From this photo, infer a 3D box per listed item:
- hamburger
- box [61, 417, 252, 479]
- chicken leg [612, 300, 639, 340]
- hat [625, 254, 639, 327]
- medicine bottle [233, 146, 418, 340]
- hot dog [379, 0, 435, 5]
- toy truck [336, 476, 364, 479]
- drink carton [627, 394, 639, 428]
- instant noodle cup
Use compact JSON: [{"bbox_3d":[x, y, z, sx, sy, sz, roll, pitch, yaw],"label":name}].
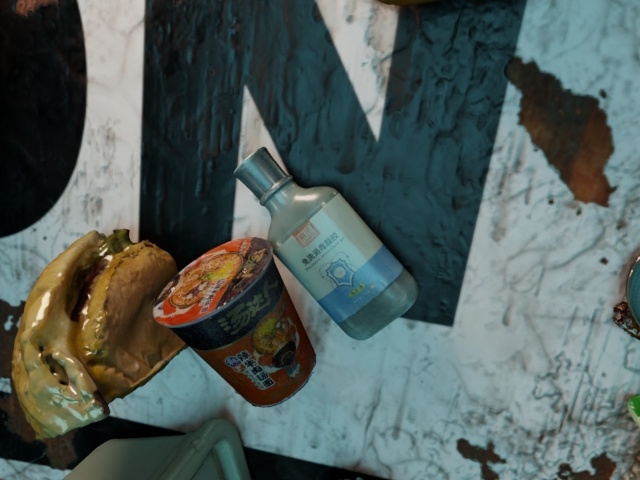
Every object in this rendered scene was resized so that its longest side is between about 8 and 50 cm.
[{"bbox_3d":[-0.220,0.083,0.425,0.135,0.207,0.155,-24,103,11],"label":"hamburger"},{"bbox_3d":[-0.177,0.372,0.517,0.182,0.175,0.312,-7,103,19],"label":"box"},{"bbox_3d":[0.318,0.084,0.434,0.083,0.021,0.036,21,90,3],"label":"chicken leg"},{"bbox_3d":[0.369,0.071,0.385,0.191,0.078,0.138,27,93,0],"label":"hat"},{"bbox_3d":[0.000,0.000,0.447,0.090,0.054,0.208,-41,94,19],"label":"medicine bottle"},{"bbox_3d":[0.184,-0.274,0.316,0.349,0.117,0.158,-5,104,10],"label":"hot dog"},{"bbox_3d":[0.118,0.412,0.485,0.338,0.133,0.184,29,99,7],"label":"toy truck"},{"bbox_3d":[0.363,0.248,0.411,0.146,0.144,0.142,5,111,8],"label":"drink carton"},{"bbox_3d":[-0.071,0.085,0.444,0.127,0.127,0.135,-21,117,14],"label":"instant noodle cup"}]
